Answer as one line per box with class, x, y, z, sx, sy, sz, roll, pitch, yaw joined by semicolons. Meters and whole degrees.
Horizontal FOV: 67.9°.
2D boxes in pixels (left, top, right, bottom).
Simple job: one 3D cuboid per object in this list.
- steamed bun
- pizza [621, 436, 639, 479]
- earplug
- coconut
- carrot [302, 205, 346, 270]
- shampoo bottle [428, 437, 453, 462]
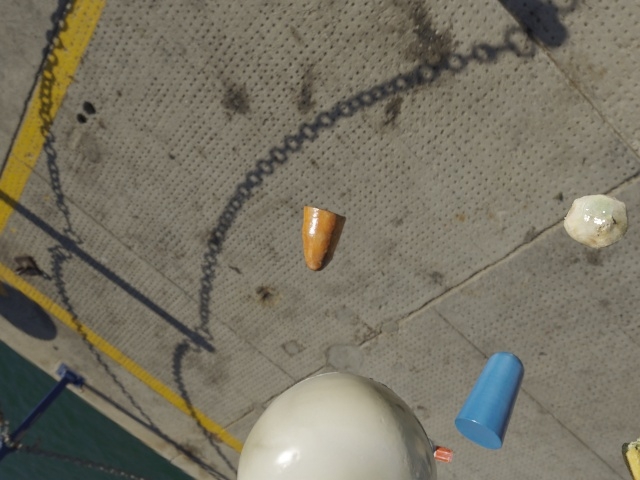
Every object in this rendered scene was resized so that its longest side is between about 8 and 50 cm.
steamed bun;0.028;0.379;0.748;0.325;0.206;0.324;-2;104;-8
pizza;0.842;0.488;1.094;0.280;0.075;0.287;42;83;-8
earplug;0.499;0.436;1.358;0.132;0.273;0.132;27;147;20
coconut;0.906;-0.063;1.556;0.195;0.194;0.194;9;124;13
carrot;0.000;0.000;1.708;0.159;0.159;0.224;9;87;12
shampoo bottle;0.299;0.645;1.485;0.221;0.051;0.108;12;126;7
